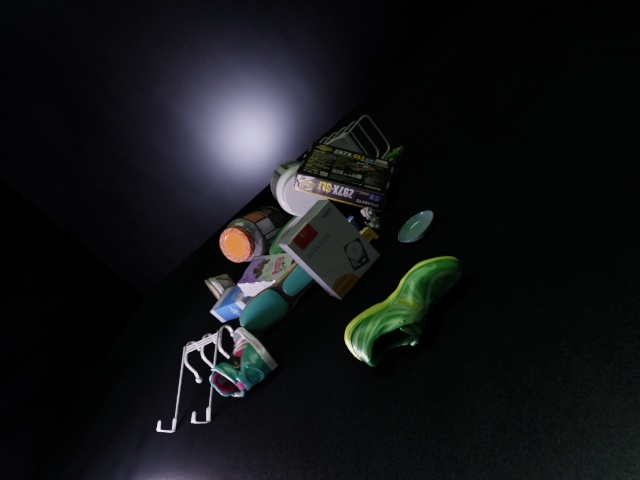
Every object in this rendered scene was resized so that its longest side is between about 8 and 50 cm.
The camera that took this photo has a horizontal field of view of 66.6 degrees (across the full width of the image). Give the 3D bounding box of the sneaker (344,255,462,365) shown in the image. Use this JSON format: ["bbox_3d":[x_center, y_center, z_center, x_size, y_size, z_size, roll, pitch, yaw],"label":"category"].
[{"bbox_3d":[0.190,0.154,1.020,0.295,0.109,0.123,-42,41,2],"label":"sneaker"}]

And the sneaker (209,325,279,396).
[{"bbox_3d":[-0.247,0.367,1.446,0.178,0.123,0.295,-40,17,-16],"label":"sneaker"}]

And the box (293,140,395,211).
[{"bbox_3d":[0.091,-0.234,1.746,0.257,0.322,0.079,-69,-8,-53],"label":"box"}]

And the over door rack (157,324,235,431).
[{"bbox_3d":[-0.385,0.458,1.586,0.240,0.108,0.324,-30,37,39],"label":"over door rack"}]

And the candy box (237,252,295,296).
[{"bbox_3d":[-0.181,0.124,1.800,0.196,0.070,0.164,-7,34,26],"label":"candy box"}]

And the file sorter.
[{"bbox_3d":[0.112,-0.358,1.991,0.278,0.193,0.173,-16,30,53],"label":"file sorter"}]

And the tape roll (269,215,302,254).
[{"bbox_3d":[-0.072,-0.035,2.015,0.321,0.077,0.321,-40,18,15],"label":"tape roll"}]

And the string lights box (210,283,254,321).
[{"bbox_3d":[-0.325,0.238,1.957,0.260,0.077,0.133,-23,28,49],"label":"string lights box"}]

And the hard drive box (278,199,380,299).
[{"bbox_3d":[0.026,0.026,1.410,0.181,0.232,0.089,-49,18,-11],"label":"hard drive box"}]

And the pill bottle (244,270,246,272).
[{"bbox_3d":[-0.288,0.142,2.106,0.067,0.067,0.120,-18,31,54],"label":"pill bottle"}]

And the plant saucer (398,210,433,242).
[{"bbox_3d":[0.269,-0.034,1.354,0.119,0.021,0.119,-39,19,17],"label":"plant saucer"}]

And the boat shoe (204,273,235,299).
[{"bbox_3d":[-0.444,0.199,2.190,0.103,0.113,0.302,-34,3,-11],"label":"boat shoe"}]

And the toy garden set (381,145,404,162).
[{"bbox_3d":[0.210,-0.289,2.006,0.244,0.049,0.204,-53,20,-24],"label":"toy garden set"}]

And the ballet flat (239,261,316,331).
[{"bbox_3d":[-0.117,0.174,1.620,0.348,0.123,0.123,-43,18,7],"label":"ballet flat"}]

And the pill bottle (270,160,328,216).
[{"bbox_3d":[-0.088,-0.211,1.981,0.204,0.204,0.361,-44,18,2],"label":"pill bottle"}]

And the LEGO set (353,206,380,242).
[{"bbox_3d":[0.061,0.009,1.536,0.287,0.132,0.107,-27,6,-21],"label":"LEGO set"}]

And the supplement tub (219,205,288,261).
[{"bbox_3d":[-0.289,-0.026,2.145,0.194,0.193,0.316,-33,1,31],"label":"supplement tub"}]

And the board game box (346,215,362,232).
[{"bbox_3d":[0.091,-0.021,1.606,0.090,0.090,0.020,-48,47,-11],"label":"board game box"}]
